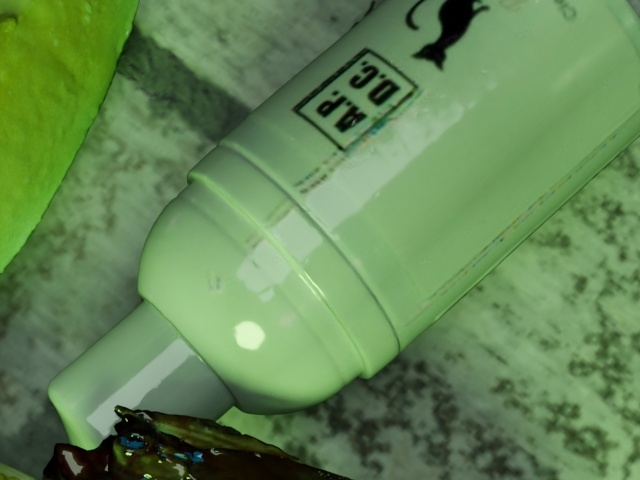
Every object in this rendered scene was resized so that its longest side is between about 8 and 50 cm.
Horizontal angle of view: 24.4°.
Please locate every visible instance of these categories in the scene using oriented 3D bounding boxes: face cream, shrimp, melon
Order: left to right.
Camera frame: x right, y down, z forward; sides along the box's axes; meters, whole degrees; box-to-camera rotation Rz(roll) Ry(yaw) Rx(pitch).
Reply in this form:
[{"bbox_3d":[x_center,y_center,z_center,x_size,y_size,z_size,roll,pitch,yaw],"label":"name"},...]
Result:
[{"bbox_3d":[-0.238,-0.044,0.783,0.196,0.124,0.323,17,71,7],"label":"melon"},{"bbox_3d":[-0.027,0.207,0.694,0.290,0.054,0.222,34,81,-16],"label":"shrimp"},{"bbox_3d":[0.000,0.000,0.757,0.370,0.145,0.145,-42,76,-12],"label":"face cream"}]

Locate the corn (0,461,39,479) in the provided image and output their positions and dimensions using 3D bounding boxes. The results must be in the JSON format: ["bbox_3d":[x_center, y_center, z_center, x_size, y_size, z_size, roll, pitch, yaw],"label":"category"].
[{"bbox_3d":[-0.267,0.152,0.733,0.305,0.122,0.123,12,100,7],"label":"corn"}]
